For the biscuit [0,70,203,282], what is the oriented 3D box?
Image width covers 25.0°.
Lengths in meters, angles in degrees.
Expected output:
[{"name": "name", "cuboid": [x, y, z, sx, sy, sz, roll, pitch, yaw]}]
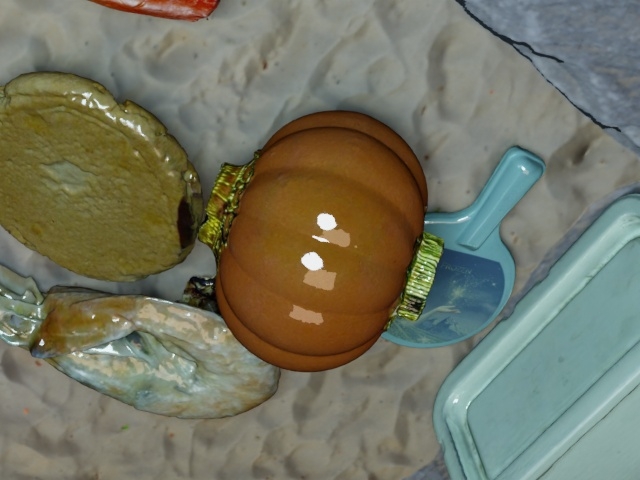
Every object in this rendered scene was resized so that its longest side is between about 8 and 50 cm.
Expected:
[{"name": "biscuit", "cuboid": [-0.198, -0.051, 1.211, 0.226, 0.042, 0.226, 12, 138, 11]}]

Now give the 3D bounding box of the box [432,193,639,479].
[{"name": "box", "cuboid": [0.275, 0.136, 1.339, 0.182, 0.175, 0.312, 27, 117, -30]}]

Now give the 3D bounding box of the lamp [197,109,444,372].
[{"name": "lamp", "cuboid": [0.000, 0.000, 1.192, 0.196, 0.223, 0.223, 21, 120, -1]}]

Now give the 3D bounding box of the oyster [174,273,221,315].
[{"name": "oyster", "cuboid": [-0.076, 0.079, 1.349, 0.132, 0.029, 0.086, 33, 115, -21]}]

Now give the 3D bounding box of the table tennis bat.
[{"name": "table tennis bat", "cuboid": [0.126, 0.010, 1.318, 0.149, 0.038, 0.237, 25, 120, -19]}]

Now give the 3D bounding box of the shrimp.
[{"name": "shrimp", "cuboid": [-0.181, 0.080, 1.299, 0.317, 0.077, 0.168, 24, 137, -19]}]

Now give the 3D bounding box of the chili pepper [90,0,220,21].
[{"name": "chili pepper", "cuboid": [-0.170, -0.226, 1.110, 0.192, 0.086, 0.084, 8, 151, -20]}]
